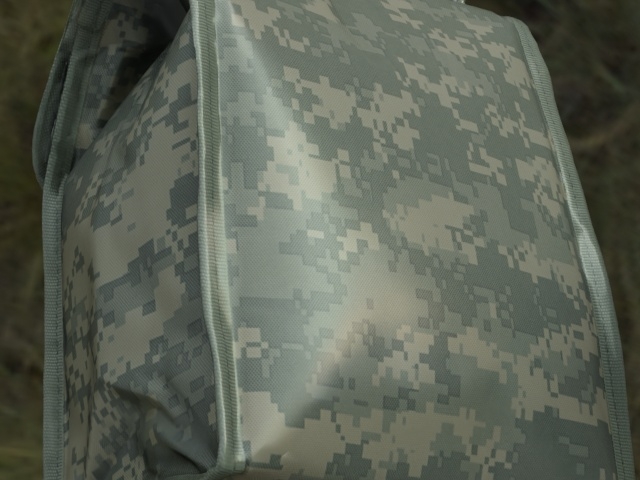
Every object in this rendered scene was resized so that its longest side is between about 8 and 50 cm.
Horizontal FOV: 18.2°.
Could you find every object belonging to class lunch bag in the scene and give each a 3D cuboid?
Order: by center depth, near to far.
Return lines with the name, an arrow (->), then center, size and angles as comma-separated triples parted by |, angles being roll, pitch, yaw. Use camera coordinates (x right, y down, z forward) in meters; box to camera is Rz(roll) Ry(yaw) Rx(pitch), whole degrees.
lunch bag -> 0.000, 0.000, 0.921 | 0.169, 0.235, 0.287 | -28, 58, 48
